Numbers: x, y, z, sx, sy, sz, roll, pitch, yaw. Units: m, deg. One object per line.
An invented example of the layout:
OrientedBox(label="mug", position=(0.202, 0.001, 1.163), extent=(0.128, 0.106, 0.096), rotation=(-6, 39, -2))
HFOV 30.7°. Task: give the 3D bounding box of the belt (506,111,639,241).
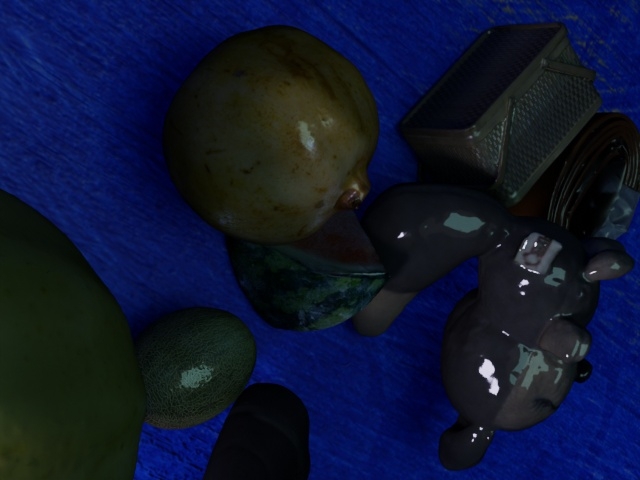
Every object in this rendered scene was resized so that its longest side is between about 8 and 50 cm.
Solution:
OrientedBox(label="belt", position=(0.398, -0.078, 1.807), extent=(0.184, 0.105, 0.261), rotation=(49, 67, -31))

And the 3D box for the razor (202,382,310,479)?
OrientedBox(label="razor", position=(-0.093, 0.339, 1.382), extent=(0.349, 0.113, 0.204), rotation=(-73, 169, -49))

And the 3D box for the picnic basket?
OrientedBox(label="picnic basket", position=(0.255, -0.178, 1.654), extent=(0.267, 0.165, 0.139), rotation=(-47, 120, -21))

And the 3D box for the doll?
OrientedBox(label="doll", position=(0.211, 0.102, 1.636), extent=(0.382, 0.378, 0.252), rotation=(-64, 171, 26))

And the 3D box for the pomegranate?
OrientedBox(label="pomegranate", position=(-0.055, -0.118, 1.377), extent=(0.264, 0.264, 0.264), rotation=(-5, 98, -35))

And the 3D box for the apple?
OrientedBox(label="apple", position=(-0.392, 0.149, 1.065), extent=(0.473, 0.473, 0.474), rotation=(-5, 98, -35))

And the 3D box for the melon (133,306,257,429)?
OrientedBox(label="melon", position=(-0.164, 0.155, 1.405), extent=(0.192, 0.139, 0.139), rotation=(-30, 112, -32))

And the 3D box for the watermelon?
OrientedBox(label="watermelon", position=(-0.009, 0.006, 1.497), extent=(0.136, 0.207, 0.202), rotation=(39, 53, -59))
